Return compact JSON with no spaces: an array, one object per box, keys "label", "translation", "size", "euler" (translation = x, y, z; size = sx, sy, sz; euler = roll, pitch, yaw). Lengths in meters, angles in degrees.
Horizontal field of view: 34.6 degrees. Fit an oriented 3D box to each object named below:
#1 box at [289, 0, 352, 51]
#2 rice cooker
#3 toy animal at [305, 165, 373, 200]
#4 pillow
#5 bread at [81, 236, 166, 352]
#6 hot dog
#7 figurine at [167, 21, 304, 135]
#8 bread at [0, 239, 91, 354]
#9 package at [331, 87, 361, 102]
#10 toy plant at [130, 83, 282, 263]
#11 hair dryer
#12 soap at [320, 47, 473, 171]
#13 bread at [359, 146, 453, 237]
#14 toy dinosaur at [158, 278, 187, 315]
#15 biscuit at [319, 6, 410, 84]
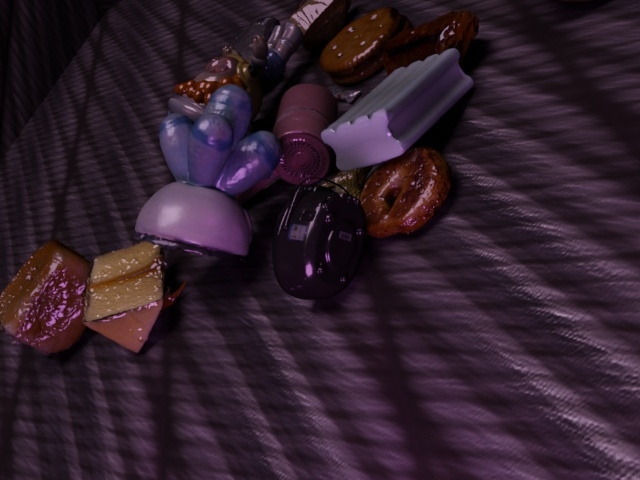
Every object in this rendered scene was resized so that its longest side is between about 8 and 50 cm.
[{"label":"box","translation":[0.005,-0.544,2.504],"size":[0.177,0.111,0.111],"euler":[-47,28,-6]},{"label":"rice cooker","translation":[0.000,-0.001,1.688],"size":[0.118,0.142,0.202],"euler":[4,80,49]},{"label":"toy animal","translation":[0.047,-0.079,1.834],"size":[0.136,0.073,0.181],"euler":[-28,27,12]},{"label":"pillow","translation":[-0.172,-0.475,2.642],"size":[0.162,0.092,0.335],"euler":[-26,31,18]},{"label":"bread","translation":[-0.389,0.108,2.074],"size":[0.178,0.141,0.266],"euler":[-5,26,-4]},{"label":"hot dog","translation":[0.215,-0.371,1.988],"size":[0.160,0.099,0.227],"euler":[-53,28,-19]},{"label":"figurine","translation":[-0.165,-0.359,2.373],"size":[0.382,0.205,0.225],"euler":[-41,28,-16]},{"label":"bread","translation":[-0.582,0.137,2.236],"size":[0.246,0.176,0.195],"euler":[-54,29,-4]},{"label":"package","translation":[0.048,-0.313,2.213],"size":[0.037,0.015,0.110],"euler":[-45,29,-15]},{"label":"toy plant","translation":[-0.207,-0.135,1.941],"size":[0.247,0.247,0.332],"euler":[12,88,57]},{"label":"hair dryer","translation":[-0.113,-0.163,2.122],"size":[0.352,0.125,0.210],"euler":[-36,27,28]},{"label":"soap","translation":[0.141,-0.234,1.831],"size":[0.160,0.087,0.265],"euler":[-15,22,45]},{"label":"bread","translation":[0.142,-0.079,1.719],"size":[0.193,0.064,0.193],"euler":[-32,35,26]},{"label":"toy dinosaur","translation":[-0.302,0.111,2.062],"size":[0.113,0.026,0.041],"euler":[-47,33,12]},{"label":"biscuit","translation":[0.097,-0.433,2.262],"size":[0.221,0.066,0.220],"euler":[-31,30,20]}]
